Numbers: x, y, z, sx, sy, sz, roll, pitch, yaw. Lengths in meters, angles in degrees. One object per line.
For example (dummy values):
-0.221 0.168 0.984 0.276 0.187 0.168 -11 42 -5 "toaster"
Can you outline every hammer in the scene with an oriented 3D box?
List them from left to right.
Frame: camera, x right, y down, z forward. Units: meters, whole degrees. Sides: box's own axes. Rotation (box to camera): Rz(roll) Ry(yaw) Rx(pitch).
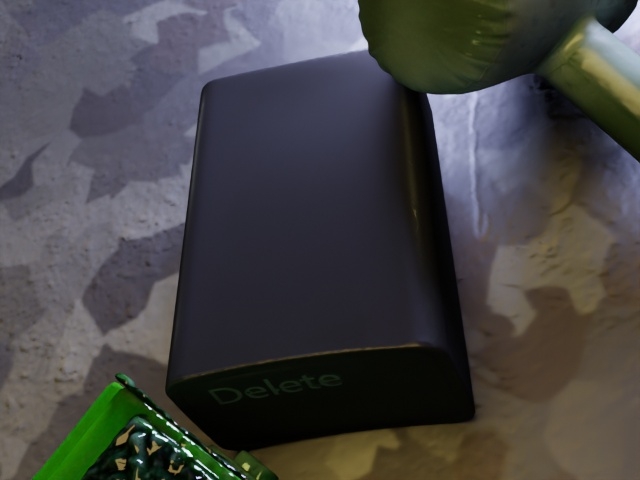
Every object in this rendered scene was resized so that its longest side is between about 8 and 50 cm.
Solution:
0.189 -0.089 0.701 0.335 0.119 0.206 44 43 19 "hammer"

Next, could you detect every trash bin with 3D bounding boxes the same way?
0.000 0.000 0.737 0.165 0.115 0.225 -10 59 14 "trash bin"

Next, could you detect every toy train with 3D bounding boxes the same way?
-0.051 0.183 0.613 0.243 0.188 0.132 32 75 30 "toy train"
